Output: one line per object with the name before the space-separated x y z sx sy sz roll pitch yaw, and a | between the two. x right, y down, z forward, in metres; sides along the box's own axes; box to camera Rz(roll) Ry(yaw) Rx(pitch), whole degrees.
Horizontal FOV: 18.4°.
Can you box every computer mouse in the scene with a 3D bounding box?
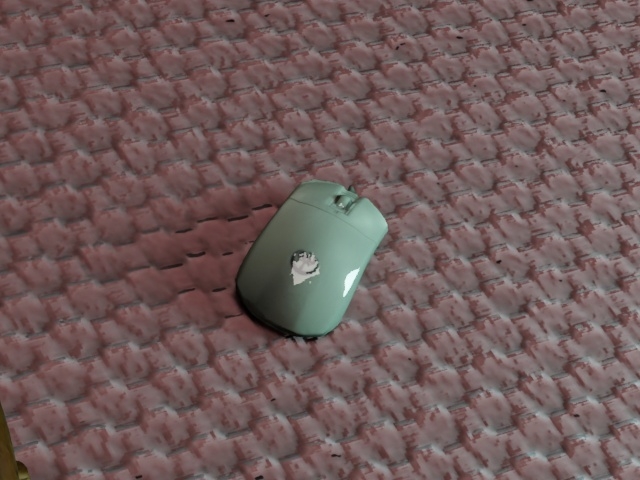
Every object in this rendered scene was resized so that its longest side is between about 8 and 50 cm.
computer mouse | 0.000 0.000 0.967 0.056 0.032 0.110 28 44 4

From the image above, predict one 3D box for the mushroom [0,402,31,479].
mushroom | -0.215 0.111 0.685 0.278 0.163 0.297 -3 49 -24
